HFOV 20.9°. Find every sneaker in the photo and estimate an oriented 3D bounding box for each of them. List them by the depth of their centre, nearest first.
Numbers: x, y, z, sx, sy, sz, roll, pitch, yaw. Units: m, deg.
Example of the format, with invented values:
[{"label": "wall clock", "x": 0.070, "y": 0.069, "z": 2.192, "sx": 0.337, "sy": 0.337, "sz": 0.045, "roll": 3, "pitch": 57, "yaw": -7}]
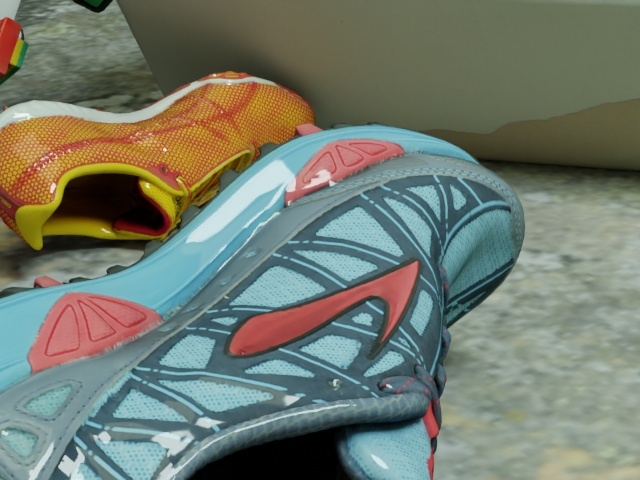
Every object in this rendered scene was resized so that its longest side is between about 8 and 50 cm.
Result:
[{"label": "sneaker", "x": -0.009, "y": 0.055, "z": 0.498, "sx": 0.125, "sy": 0.104, "sz": 0.262, "roll": 32, "pitch": 42, "yaw": 28}, {"label": "sneaker", "x": -0.068, "y": -0.028, "z": 0.749, "sx": 0.175, "sy": 0.064, "sz": 0.067, "roll": -17, "pitch": 57, "yaw": -39}]

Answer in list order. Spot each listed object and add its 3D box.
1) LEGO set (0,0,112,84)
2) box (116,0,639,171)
[{"label": "LEGO set", "x": -0.159, "y": -0.119, "z": 0.822, "sx": 0.060, "sy": 0.182, "sz": 0.244, "roll": 28, "pitch": 9, "yaw": -27}, {"label": "box", "x": 0.078, "y": -0.126, "z": 0.798, "sx": 0.311, "sy": 0.121, "sz": 0.148, "roll": 6, "pitch": 56, "yaw": 22}]
